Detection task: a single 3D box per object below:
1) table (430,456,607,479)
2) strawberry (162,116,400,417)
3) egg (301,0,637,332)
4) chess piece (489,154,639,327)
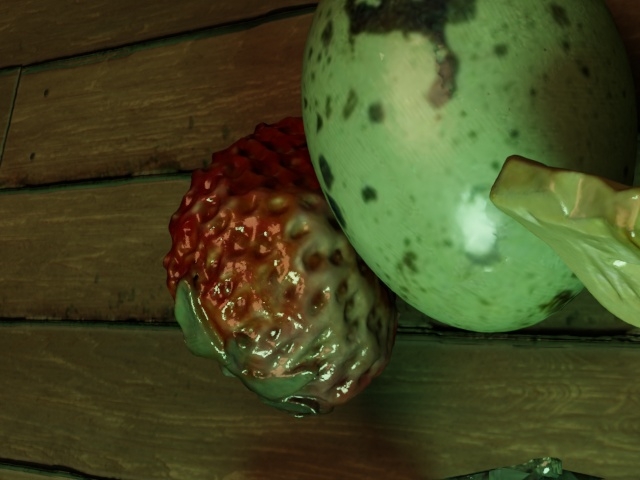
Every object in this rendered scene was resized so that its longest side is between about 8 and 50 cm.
[{"bbox_3d":[0.142,0.363,1.067,0.272,0.222,0.335,-20,62,41],"label":"table"},{"bbox_3d":[0.000,0.000,1.337,0.149,0.265,0.336,-22,36,39],"label":"strawberry"},{"bbox_3d":[0.129,-0.105,1.215,0.288,0.288,0.379,-21,74,39],"label":"egg"},{"bbox_3d":[0.250,0.010,1.035,0.137,0.301,0.137,-21,58,38],"label":"chess piece"}]
